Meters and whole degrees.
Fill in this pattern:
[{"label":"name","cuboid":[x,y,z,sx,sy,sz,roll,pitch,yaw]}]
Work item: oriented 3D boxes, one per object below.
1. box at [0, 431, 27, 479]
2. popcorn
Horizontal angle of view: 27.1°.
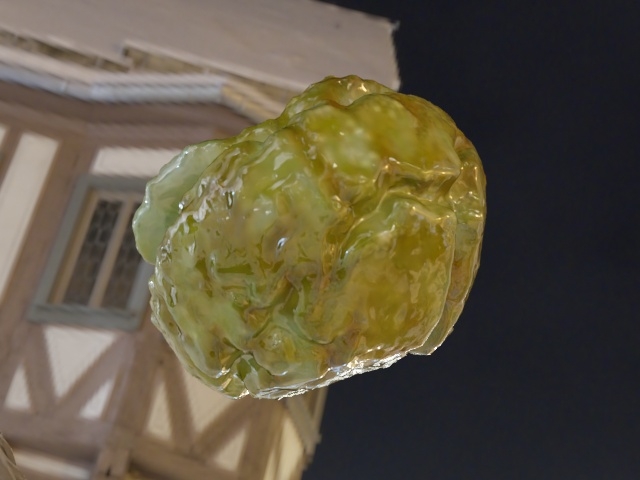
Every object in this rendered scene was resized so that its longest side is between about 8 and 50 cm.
[{"label":"box","cuboid":[-0.184,0.131,0.445,0.264,0.106,0.336,-9,18,-22]},{"label":"popcorn","cuboid":[0.000,0.000,0.807,0.184,0.221,0.204,55,-28,12]}]
